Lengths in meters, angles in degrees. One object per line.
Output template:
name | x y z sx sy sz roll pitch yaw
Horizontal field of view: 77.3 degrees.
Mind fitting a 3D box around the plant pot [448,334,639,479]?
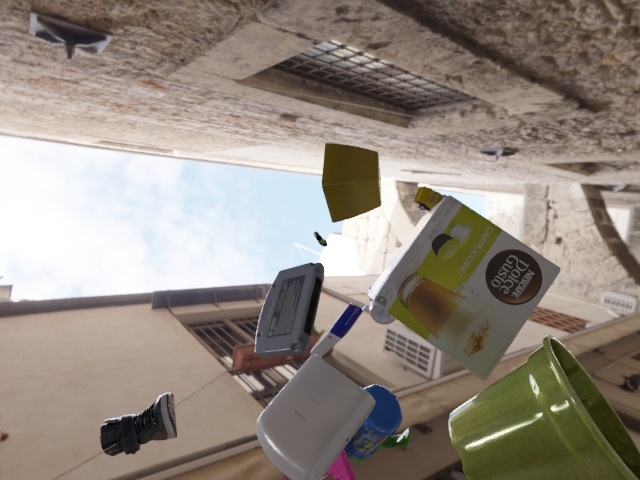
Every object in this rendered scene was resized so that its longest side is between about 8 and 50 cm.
plant pot | 0.396 0.359 0.748 0.254 0.276 0.276 -38 -48 26

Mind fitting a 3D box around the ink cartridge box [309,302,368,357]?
ink cartridge box | 0.073 0.388 1.740 0.069 0.371 0.176 40 -126 4

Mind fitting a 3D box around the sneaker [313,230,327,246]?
sneaker | 0.000 0.000 1.625 0.031 0.035 0.083 -41 -66 6

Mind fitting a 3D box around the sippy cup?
sippy cup | 0.164 0.632 1.426 0.306 0.240 0.224 3 -40 -31

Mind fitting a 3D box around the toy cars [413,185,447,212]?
toy cars | 0.525 -0.058 1.673 0.177 0.087 0.393 -17 -95 -26

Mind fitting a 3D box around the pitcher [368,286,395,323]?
pitcher | 0.266 0.273 1.740 0.125 0.178 0.207 -65 -17 18

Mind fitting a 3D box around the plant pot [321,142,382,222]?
plant pot | 0.121 -0.210 1.431 0.212 0.187 0.212 71 -160 -52

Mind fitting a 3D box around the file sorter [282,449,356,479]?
file sorter | -0.034 0.753 1.361 0.182 0.290 0.202 -18 -102 -22

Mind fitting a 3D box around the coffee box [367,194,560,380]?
coffee box | 0.368 0.126 1.131 0.334 0.338 0.337 36 -93 7

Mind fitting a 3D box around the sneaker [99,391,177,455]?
sneaker | -0.408 0.415 0.898 0.163 0.086 0.226 -2 -37 -22

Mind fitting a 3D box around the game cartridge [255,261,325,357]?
game cartridge | -0.097 0.210 1.222 0.062 0.198 0.297 40 -134 -32

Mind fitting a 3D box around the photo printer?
photo printer | -0.028 0.514 1.158 0.307 0.256 0.107 -46 -48 -19
